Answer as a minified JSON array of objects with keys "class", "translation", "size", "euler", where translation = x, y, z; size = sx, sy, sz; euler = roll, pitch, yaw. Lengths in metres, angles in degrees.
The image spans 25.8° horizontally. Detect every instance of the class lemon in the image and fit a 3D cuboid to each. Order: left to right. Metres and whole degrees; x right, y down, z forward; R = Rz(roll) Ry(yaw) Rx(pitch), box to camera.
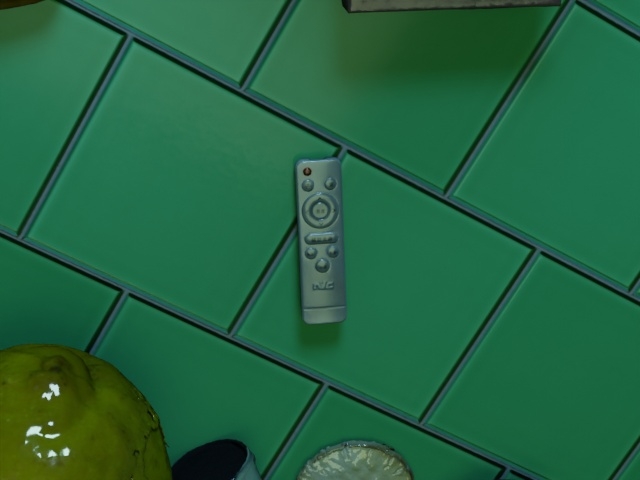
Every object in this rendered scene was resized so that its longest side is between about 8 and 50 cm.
[{"class":"lemon","translation":[-0.287,0.254,1.415],"size":[0.297,0.297,0.297],"euler":[-3,113,-7]}]

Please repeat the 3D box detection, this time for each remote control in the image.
[{"class":"remote control","translation":[0.000,0.000,1.484],"size":[0.050,0.027,0.184],"euler":[-5,109,-7]}]

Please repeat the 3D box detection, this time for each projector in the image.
[{"class":"projector","translation":[-0.073,0.389,1.592],"size":[0.108,0.108,0.337],"euler":[-20,114,1]}]

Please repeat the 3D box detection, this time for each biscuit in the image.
[{"class":"biscuit","translation":[0.039,0.297,1.615],"size":[0.152,0.020,0.152],"euler":[-3,113,-6]}]

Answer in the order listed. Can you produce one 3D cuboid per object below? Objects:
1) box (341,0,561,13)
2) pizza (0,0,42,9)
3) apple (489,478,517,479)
[{"class":"box","translation":[0.124,-0.328,1.329],"size":[0.215,0.086,0.215],"euler":[-3,113,-6]},{"class":"pizza","translation":[-0.313,-0.348,1.270],"size":[0.189,0.071,0.296],"euler":[1,112,-7]},{"class":"apple","translation":[0.212,0.349,1.607],"size":[0.153,0.120,0.153],"euler":[-2,107,-7]}]
